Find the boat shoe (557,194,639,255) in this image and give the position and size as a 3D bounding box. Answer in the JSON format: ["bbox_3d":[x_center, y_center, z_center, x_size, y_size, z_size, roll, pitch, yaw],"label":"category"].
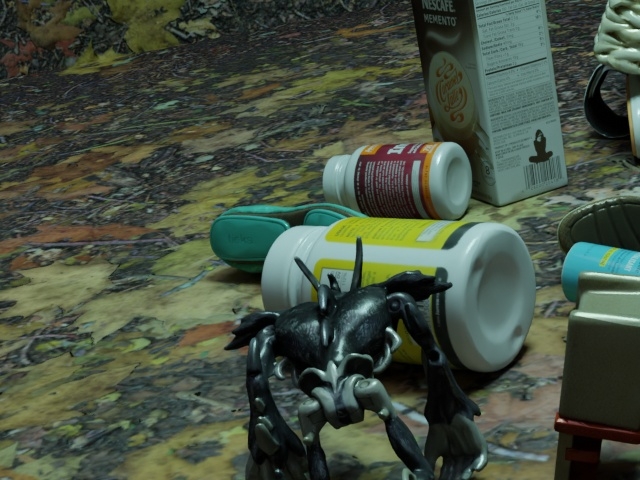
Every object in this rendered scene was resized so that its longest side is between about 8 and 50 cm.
[{"bbox_3d":[0.303,-0.010,1.248,0.190,0.068,0.072,-3,4,-7],"label":"boat shoe"}]

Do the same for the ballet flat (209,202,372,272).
[{"bbox_3d":[0.000,0.000,1.366,0.247,0.083,0.087,7,11,41],"label":"ballet flat"}]

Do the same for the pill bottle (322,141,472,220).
[{"bbox_3d":[0.082,-0.064,1.497,0.152,0.086,0.086,0,20,32],"label":"pill bottle"}]

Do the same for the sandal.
[{"bbox_3d":[0.354,-0.169,1.639,0.076,0.102,0.265,-4,20,14],"label":"sandal"}]

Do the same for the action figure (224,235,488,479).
[{"bbox_3d":[0.021,0.118,0.878,0.164,0.141,0.275,-11,33,6],"label":"action figure"}]

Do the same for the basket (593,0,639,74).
[{"bbox_3d":[0.513,-0.314,1.574,0.328,0.266,0.331,19,24,9],"label":"basket"}]

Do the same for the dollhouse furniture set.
[{"bbox_3d":[0.279,0.104,0.841,0.259,0.135,0.262,6,21,14],"label":"dollhouse furniture set"}]

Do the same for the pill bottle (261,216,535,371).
[{"bbox_3d":[0.060,0.040,1.125,0.208,0.119,0.119,4,23,39],"label":"pill bottle"}]

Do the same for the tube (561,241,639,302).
[{"bbox_3d":[0.299,0.042,1.107,0.207,0.052,0.080,10,37,37],"label":"tube"}]

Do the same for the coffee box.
[{"bbox_3d":[0.187,-0.178,1.523,0.098,0.246,0.141,-17,18,-20],"label":"coffee box"}]
